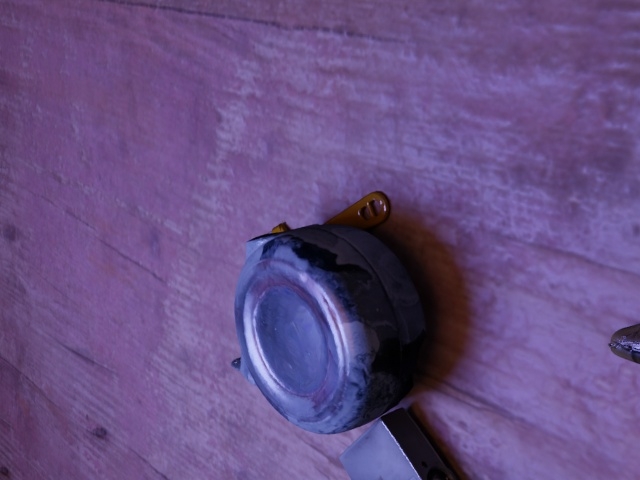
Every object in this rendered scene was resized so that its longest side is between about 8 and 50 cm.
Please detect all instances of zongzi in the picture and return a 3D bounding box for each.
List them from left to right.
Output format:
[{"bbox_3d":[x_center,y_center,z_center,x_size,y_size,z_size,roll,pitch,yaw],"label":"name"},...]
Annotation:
[{"bbox_3d":[0.317,0.080,0.735,0.076,0.040,0.083,22,103,49],"label":"zongzi"}]

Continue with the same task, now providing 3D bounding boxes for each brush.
[{"bbox_3d":[0.000,0.000,1.064,0.272,0.013,0.103,-30,78,45],"label":"brush"}]

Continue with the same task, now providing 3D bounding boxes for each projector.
[{"bbox_3d":[0.106,0.304,0.988,0.147,0.061,0.115,55,134,22],"label":"projector"}]

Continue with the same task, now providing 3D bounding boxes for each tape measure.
[{"bbox_3d":[0.005,0.104,0.983,0.275,0.147,0.256,27,122,40],"label":"tape measure"}]
